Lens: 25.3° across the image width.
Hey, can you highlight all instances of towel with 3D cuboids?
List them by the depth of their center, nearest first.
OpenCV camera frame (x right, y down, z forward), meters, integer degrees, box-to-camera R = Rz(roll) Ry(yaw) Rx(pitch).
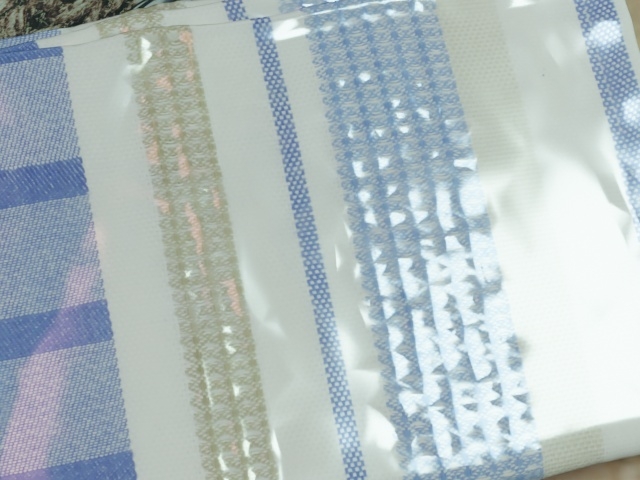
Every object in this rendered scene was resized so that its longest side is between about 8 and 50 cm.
[{"bbox_3d":[0.000,0.000,0.535,0.285,0.034,0.209,-11,77,-7],"label":"towel"}]

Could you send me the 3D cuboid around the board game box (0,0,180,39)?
[{"bbox_3d":[-0.160,-0.142,0.573,0.291,0.232,0.141,-41,71,19],"label":"board game box"}]
